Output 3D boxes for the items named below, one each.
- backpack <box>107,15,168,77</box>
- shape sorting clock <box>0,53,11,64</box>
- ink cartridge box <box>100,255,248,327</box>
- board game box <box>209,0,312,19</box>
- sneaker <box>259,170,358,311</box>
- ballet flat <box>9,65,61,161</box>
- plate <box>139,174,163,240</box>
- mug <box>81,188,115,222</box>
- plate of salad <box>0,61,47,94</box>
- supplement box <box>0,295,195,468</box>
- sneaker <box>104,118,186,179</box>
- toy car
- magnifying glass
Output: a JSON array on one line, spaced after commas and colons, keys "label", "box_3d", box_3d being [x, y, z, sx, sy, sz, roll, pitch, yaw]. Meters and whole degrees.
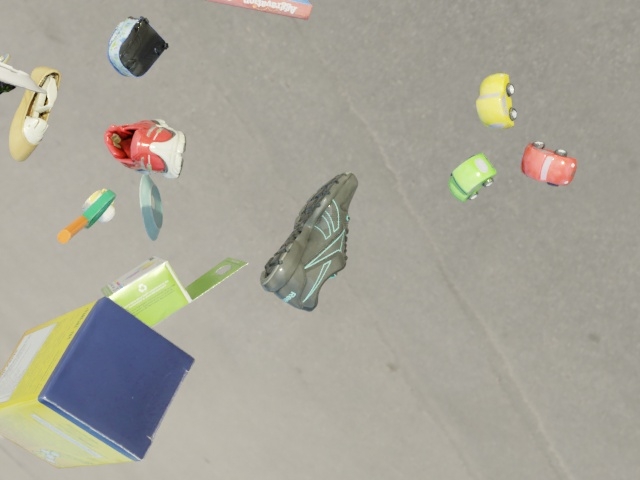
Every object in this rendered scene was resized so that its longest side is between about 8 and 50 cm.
[{"label": "backpack", "box_3d": [-0.405, -0.412, 1.880, 0.084, 0.114, 0.105, 13, 156, 39]}, {"label": "shape sorting clock", "box_3d": [-0.772, -0.349, 1.934, 0.206, 0.206, 0.040, -9, 126, 51]}, {"label": "ink cartridge box", "box_3d": [-0.288, 0.072, 1.700, 0.097, 0.255, 0.189, 59, 166, -11]}, {"label": "board game box", "box_3d": [-0.162, -0.381, 1.257, 0.145, 0.281, 0.027, -118, 40, -50]}, {"label": "sneaker", "box_3d": [0.000, 0.000, 1.485, 0.106, 0.267, 0.101, 38, 157, -14]}, {"label": "ballet flat", "box_3d": [-0.651, -0.293, 1.994, 0.073, 0.232, 0.080, 5, 168, 31]}, {"label": "plate", "box_3d": [-0.462, -0.093, 2.406, 0.024, 0.188, 0.188, -6, 134, 3]}, {"label": "mug", "box_3d": [-0.520, -0.082, 2.085, 0.064, 0.078, 0.062, 45, 164, -25]}, {"label": "plate of salad", "box_3d": [-0.476, -0.231, 1.197, 0.199, 0.048, 0.200, 21, -174, -2]}, {"label": "supplement box", "box_3d": [-0.410, 0.254, 1.487, 0.195, 0.194, 0.356, 40, 145, -23]}, {"label": "sneaker", "box_3d": [-0.328, -0.176, 1.544, 0.118, 0.107, 0.279, 13, 180, -29]}, {"label": "toy car", "box_3d": [0.300, -0.144, 1.532, 0.225, 0.053, 0.239, -46, 70, 37]}, {"label": "magnifying glass", "box_3d": [-0.459, -0.043, 1.713, 0.026, 0.231, 0.092, 40, 108, -5]}]
